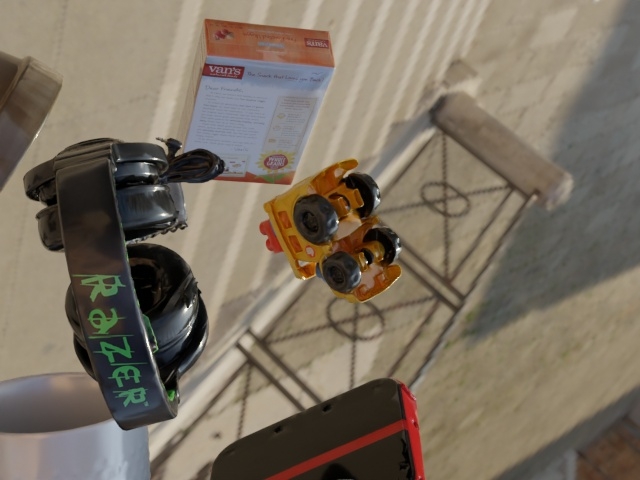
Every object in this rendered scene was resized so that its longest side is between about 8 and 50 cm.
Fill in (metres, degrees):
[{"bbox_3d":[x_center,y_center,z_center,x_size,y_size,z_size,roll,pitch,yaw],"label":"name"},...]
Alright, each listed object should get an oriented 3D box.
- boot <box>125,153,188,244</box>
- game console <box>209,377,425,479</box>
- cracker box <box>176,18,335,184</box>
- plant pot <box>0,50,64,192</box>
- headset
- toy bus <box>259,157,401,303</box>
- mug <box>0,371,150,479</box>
[{"bbox_3d":[-0.328,-0.008,2.060,0.229,0.091,0.263,-19,115,-43],"label":"boot"},{"bbox_3d":[-0.016,0.383,1.858,0.386,0.342,0.060,-26,113,11],"label":"game console"},{"bbox_3d":[-0.087,-0.166,1.423,0.155,0.067,0.232,4,145,-16],"label":"cracker box"},{"bbox_3d":[-0.576,-0.185,1.658,0.280,0.323,0.323,34,99,-20],"label":"plant pot"},{"bbox_3d":[-0.159,0.006,1.060,0.185,0.394,0.243,-14,114,-5],"label":"headset"},{"bbox_3d":[0.000,0.000,1.896,0.211,0.220,0.149,-18,-171,44],"label":"toy bus"},{"bbox_3d":[-0.421,0.399,1.658,0.374,0.276,0.328,-13,106,-46],"label":"mug"}]
